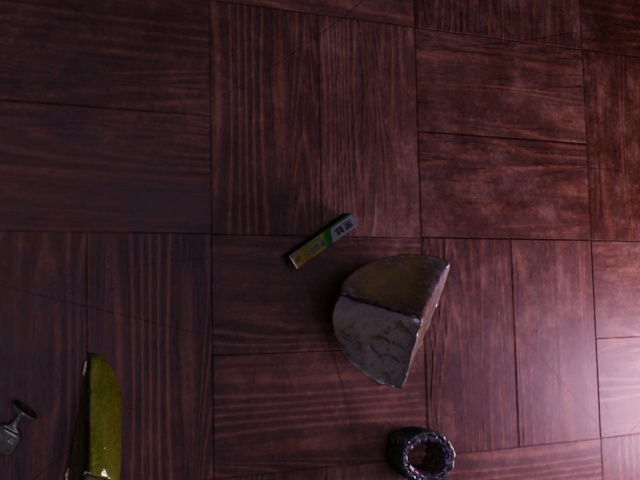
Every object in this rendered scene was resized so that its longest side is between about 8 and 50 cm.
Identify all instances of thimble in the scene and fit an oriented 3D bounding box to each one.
[{"bbox_3d":[0.218,0.471,1.780,0.135,0.090,0.118,8,82,-22],"label":"thimble"}]

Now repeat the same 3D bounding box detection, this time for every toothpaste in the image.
[{"bbox_3d":[0.000,0.000,1.754,0.178,0.043,0.037,-35,100,-22],"label":"toothpaste"}]

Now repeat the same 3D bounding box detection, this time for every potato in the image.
[{"bbox_3d":[0.147,0.151,1.782,0.189,0.211,0.264,19,37,15],"label":"potato"}]

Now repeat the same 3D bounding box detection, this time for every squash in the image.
[{"bbox_3d":[-0.427,0.363,1.552,0.093,0.169,0.252,11,48,-25],"label":"squash"}]

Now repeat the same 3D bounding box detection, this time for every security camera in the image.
[{"bbox_3d":[-0.567,0.345,1.483,0.058,0.058,0.092,39,84,-16],"label":"security camera"}]
